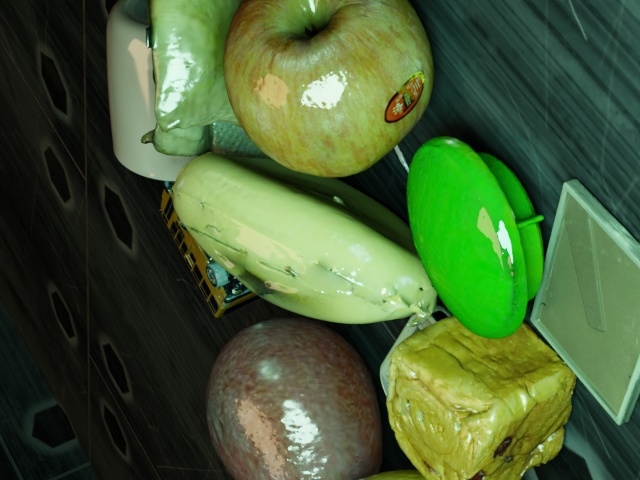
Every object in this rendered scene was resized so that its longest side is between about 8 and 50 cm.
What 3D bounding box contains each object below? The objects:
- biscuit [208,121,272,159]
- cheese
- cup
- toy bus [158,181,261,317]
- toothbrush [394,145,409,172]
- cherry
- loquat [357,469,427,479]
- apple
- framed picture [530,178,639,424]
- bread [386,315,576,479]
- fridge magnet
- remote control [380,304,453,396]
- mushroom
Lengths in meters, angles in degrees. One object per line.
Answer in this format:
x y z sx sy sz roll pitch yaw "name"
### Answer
-0.072 -0.119 1.735 0.046 0.147 0.250 40 143 54 "biscuit"
0.000 0.000 1.583 0.316 0.260 0.128 37 116 40 "cheese"
-0.149 -0.201 1.814 0.253 0.191 0.200 18 129 24 "cup"
-0.148 -0.002 2.070 0.201 0.098 0.114 61 156 12 "toy bus"
0.087 -0.093 1.580 0.006 0.008 0.097 -35 77 53 "toothbrush"
-0.030 0.235 1.848 0.261 0.221 0.307 86 163 -52 "cherry"
0.082 0.423 1.639 0.328 0.359 0.328 -16 71 58 "loquat"
0.008 -0.171 1.436 0.211 0.211 0.188 49 174 37 "apple"
0.257 0.060 1.334 0.150 0.015 0.203 52 153 34 "framed picture"
0.163 0.169 1.482 0.158 0.143 0.149 39 144 43 "bread"
0.149 -0.004 1.411 0.208 0.088 0.208 54 154 42 "fridge magnet"
0.120 0.142 1.680 0.078 0.042 0.221 60 155 19 "remote control"
-0.101 -0.223 1.548 0.217 0.212 0.292 -116 39 -80 "mushroom"
